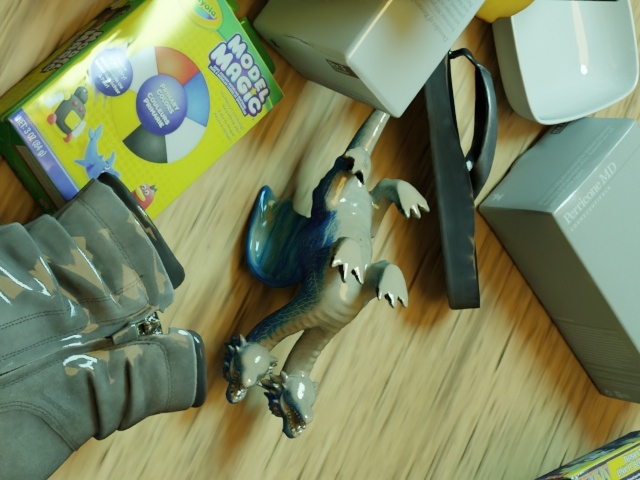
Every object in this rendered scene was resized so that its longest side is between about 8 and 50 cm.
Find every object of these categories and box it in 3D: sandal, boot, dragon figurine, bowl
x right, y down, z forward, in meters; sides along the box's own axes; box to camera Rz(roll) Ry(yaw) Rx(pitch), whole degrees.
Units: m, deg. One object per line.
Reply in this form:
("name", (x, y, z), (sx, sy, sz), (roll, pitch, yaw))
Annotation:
("sandal", (0.117, -0.071, 1.384), (0.055, 0.097, 0.254), (-6, 108, 7))
("boot", (-0.219, 0.011, 1.110), (0.223, 0.118, 0.338), (-33, 123, -19))
("dragon figurine", (0.000, 0.000, 1.305), (0.085, 0.144, 0.289), (28, 56, -33))
("bowl", (0.199, -0.174, 1.467), (0.142, 0.053, 0.142), (-20, 103, -34))

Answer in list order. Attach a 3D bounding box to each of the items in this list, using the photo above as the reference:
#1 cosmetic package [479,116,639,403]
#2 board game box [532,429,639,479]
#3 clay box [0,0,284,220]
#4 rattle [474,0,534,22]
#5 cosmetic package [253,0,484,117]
("cosmetic package", (0.255, 0.019, 1.487), (0.127, 0.107, 0.238), (-49, 121, -21))
("board game box", (0.247, 0.238, 1.404), (0.170, 0.048, 0.141), (-13, 86, -49))
("clay box", (-0.120, -0.104, 1.232), (0.222, 0.053, 0.127), (-46, 118, -25))
("rattle", (0.160, -0.278, 1.414), (0.143, 0.199, 0.130), (-43, 146, 22))
("cosmetic package", (0.069, -0.215, 1.298), (0.231, 0.117, 0.085), (-54, 133, -7))
